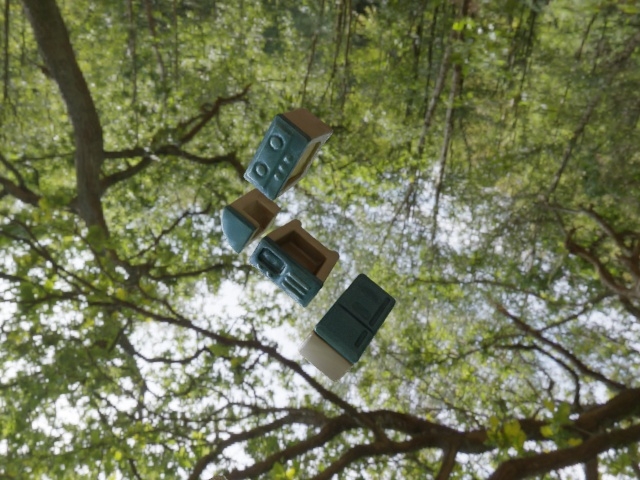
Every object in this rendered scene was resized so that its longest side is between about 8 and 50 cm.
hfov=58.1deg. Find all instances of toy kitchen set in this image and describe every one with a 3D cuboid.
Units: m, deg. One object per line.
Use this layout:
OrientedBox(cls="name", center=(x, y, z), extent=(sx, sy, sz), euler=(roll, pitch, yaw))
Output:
OrientedBox(cls="toy kitchen set", center=(0.000, 0.000, 0.575), extent=(0.207, 0.166, 0.122), euler=(39, -144, 5))

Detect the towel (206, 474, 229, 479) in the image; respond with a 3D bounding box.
OrientedBox(cls="towel", center=(-0.154, 0.387, 0.549), extent=(0.282, 0.049, 0.187), euler=(-45, -144, -15))
